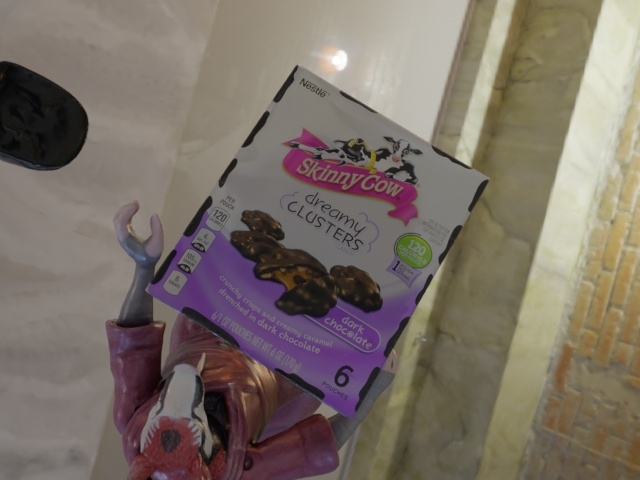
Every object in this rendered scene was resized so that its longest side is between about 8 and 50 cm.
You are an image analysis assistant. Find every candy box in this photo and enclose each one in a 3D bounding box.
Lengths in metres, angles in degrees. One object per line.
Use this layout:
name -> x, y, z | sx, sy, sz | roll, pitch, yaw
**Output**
candy box -> 0.000, 0.000, 0.496 | 0.196, 0.165, 0.070 | -58, -3, -11

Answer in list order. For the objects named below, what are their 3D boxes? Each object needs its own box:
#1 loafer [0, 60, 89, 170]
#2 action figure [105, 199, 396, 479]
loafer -> -0.209, -0.086, 0.359 | 0.170, 0.061, 0.062 | 34, -108, -21
action figure -> -0.102, 0.126, 0.589 | 0.276, 0.248, 0.370 | -54, 0, 15
